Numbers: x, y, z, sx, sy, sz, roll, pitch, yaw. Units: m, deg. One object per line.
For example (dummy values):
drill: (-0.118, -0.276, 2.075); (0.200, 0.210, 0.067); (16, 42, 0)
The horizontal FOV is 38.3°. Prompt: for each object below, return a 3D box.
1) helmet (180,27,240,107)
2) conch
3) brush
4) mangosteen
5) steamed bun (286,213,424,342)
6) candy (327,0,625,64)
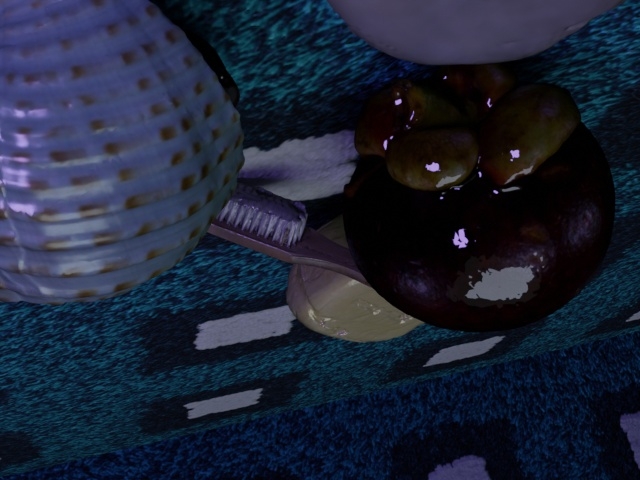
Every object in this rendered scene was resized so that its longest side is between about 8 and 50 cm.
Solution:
helmet: (-0.135, -0.154, 0.841); (0.098, 0.070, 0.123); (-22, 167, 34)
conch: (-0.226, -0.061, 0.739); (0.303, 0.215, 0.319); (18, 149, 2)
brush: (0.000, 0.000, 1.160); (0.328, 0.070, 0.065); (22, 130, -1)
mangosteen: (0.169, -0.060, 1.036); (0.307, 0.307, 0.347); (-18, 133, 7)
steamed bun: (0.083, 0.032, 1.373); (0.232, 0.166, 0.273); (17, 138, -36)
candy: (0.102, -0.247, 0.589); (0.296, 0.185, 0.295); (-1, 150, -1)
